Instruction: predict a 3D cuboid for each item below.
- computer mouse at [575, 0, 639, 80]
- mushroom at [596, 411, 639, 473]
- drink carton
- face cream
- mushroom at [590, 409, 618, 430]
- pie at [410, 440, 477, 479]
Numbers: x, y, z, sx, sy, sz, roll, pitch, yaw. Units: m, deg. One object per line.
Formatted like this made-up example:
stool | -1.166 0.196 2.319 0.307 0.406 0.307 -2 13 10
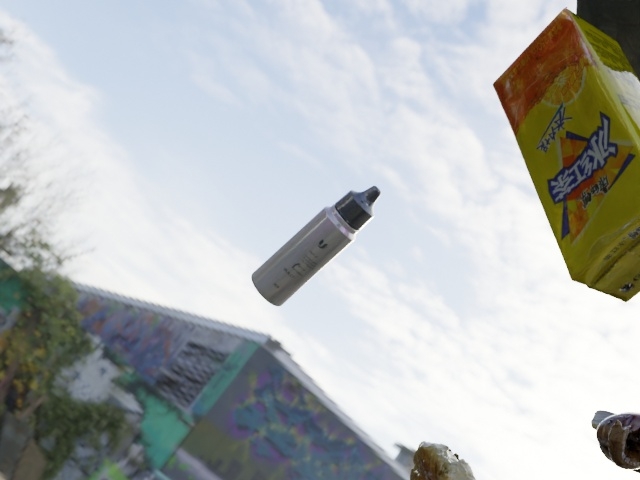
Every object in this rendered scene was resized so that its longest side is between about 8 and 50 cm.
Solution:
computer mouse | 0.483 -0.379 1.435 0.188 0.122 0.371 18 -59 26
mushroom | 0.416 0.263 1.224 0.135 0.080 0.170 2 -20 42
drink carton | 0.338 -0.113 1.168 0.111 0.351 0.154 20 -50 -29
face cream | 0.000 0.000 1.872 0.092 0.311 0.092 43 15 -14
mushroom | 0.677 0.398 2.031 0.202 0.059 0.054 5 -50 4
pie | 0.242 0.542 1.786 0.339 0.083 0.340 175 -90 -78
